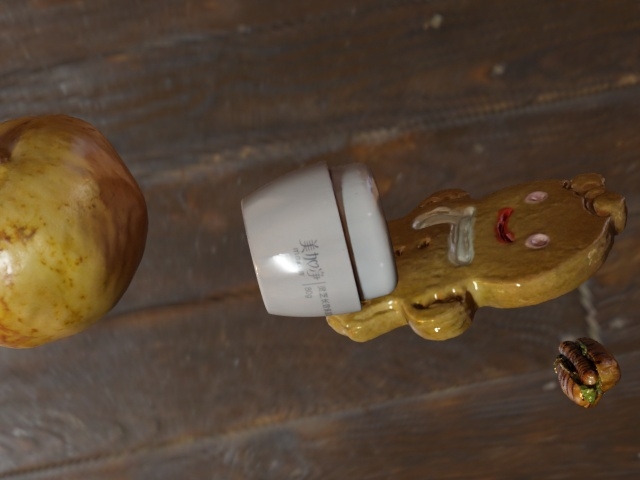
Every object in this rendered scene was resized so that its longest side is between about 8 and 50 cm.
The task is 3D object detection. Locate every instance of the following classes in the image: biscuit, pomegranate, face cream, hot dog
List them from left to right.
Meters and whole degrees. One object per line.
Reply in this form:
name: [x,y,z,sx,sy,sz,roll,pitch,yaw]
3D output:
pomegranate: [-0.292,-0.012,1.788,0.248,0.248,0.248,1,80,-4]
face cream: [0.000,0.000,1.329,0.104,0.117,0.117,-13,81,1]
biscuit: [0.122,0.008,1.402,0.249,0.184,0.035,-12,122,16]
hot dog: [0.207,0.100,1.398,0.049,0.122,0.037,-43,100,3]
